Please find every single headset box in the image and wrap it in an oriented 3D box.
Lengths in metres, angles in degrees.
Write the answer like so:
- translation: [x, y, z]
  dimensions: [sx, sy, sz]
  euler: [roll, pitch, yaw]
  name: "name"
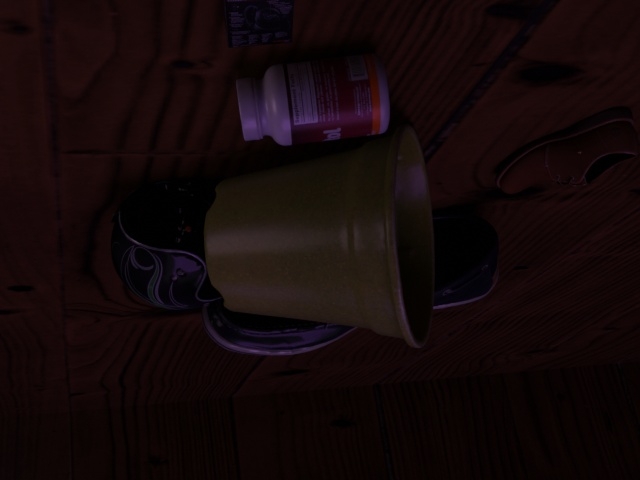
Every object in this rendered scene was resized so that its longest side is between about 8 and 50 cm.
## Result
- translation: [-0.056, -0.213, 0.691]
  dimensions: [0.062, 0.032, 0.083]
  euler: [-7, 158, -6]
  name: "headset box"

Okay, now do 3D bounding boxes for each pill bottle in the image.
- translation: [-0.008, -0.146, 0.805]
  dimensions: [0.152, 0.086, 0.086]
  euler: [-7, 158, -2]
  name: "pill bottle"

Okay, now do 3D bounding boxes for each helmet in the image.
- translation: [-0.194, 0.014, 1.033]
  dimensions: [0.170, 0.169, 0.161]
  euler: [-6, 142, -8]
  name: "helmet"

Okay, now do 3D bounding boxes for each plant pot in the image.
- translation: [0.000, 0.000, 0.986]
  dimensions: [0.254, 0.276, 0.276]
  euler: [-3, 161, 16]
  name: "plant pot"

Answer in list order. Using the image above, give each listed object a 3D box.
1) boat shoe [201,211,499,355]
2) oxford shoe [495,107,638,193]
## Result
- translation: [0.056, 0.055, 1.222]
  dimensions: [0.500, 0.186, 0.156]
  euler: [-11, 154, -9]
  name: "boat shoe"
- translation: [0.335, -0.103, 1.063]
  dimensions: [0.076, 0.076, 0.212]
  euler: [9, 154, -42]
  name: "oxford shoe"
